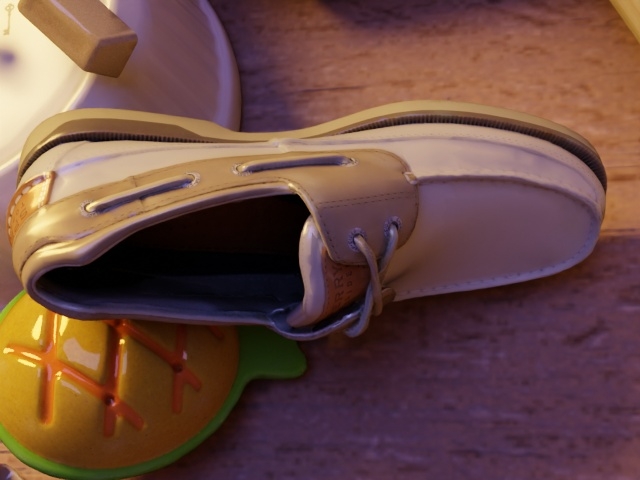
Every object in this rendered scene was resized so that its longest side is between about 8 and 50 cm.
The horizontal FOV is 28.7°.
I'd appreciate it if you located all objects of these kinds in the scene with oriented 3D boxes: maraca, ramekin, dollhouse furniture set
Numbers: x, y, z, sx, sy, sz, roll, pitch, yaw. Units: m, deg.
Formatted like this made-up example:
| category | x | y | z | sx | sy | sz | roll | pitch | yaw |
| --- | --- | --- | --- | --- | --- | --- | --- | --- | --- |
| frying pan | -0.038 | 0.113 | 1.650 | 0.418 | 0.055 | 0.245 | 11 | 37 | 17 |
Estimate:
| category | x | y | z | sx | sy | sz | roll | pitch | yaw |
| --- | --- | --- | --- | --- | --- | --- | --- | --- | --- |
| maraca | -0.092 | 0.057 | 0.676 | 0.186 | 0.099 | 0.127 | -25 | 72 | -22 |
| ramekin | -0.194 | -0.093 | 0.746 | 0.273 | 0.127 | 0.273 | -6 | 67 | 15 |
| dollhouse furniture set | -0.138 | -0.128 | 0.668 | 0.114 | 0.091 | 0.081 | 42 | 42 | 4 |

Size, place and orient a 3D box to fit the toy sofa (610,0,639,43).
| category | x | y | z | sx | sy | sz | roll | pitch | yaw |
| --- | --- | --- | --- | --- | --- | --- | --- | --- | --- |
| toy sofa | 0.252 | -0.086 | 0.585 | 0.150 | 0.177 | 0.362 | -28 | 63 | 5 |

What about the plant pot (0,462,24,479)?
| category | x | y | z | sx | sy | sz | roll | pitch | yaw |
| --- | --- | --- | --- | --- | --- | --- | --- | --- | --- |
| plant pot | -0.191 | 0.186 | 0.651 | 0.109 | 0.109 | 0.096 | 40 | 97 | 26 |

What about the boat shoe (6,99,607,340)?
| category | x | y | z | sx | sy | sz | roll | pitch | yaw |
| --- | --- | --- | --- | --- | --- | --- | --- | --- | --- |
| boat shoe | 0.000 | 0.000 | 0.620 | 0.302 | 0.113 | 0.103 | -2 | 38 | -5 |
